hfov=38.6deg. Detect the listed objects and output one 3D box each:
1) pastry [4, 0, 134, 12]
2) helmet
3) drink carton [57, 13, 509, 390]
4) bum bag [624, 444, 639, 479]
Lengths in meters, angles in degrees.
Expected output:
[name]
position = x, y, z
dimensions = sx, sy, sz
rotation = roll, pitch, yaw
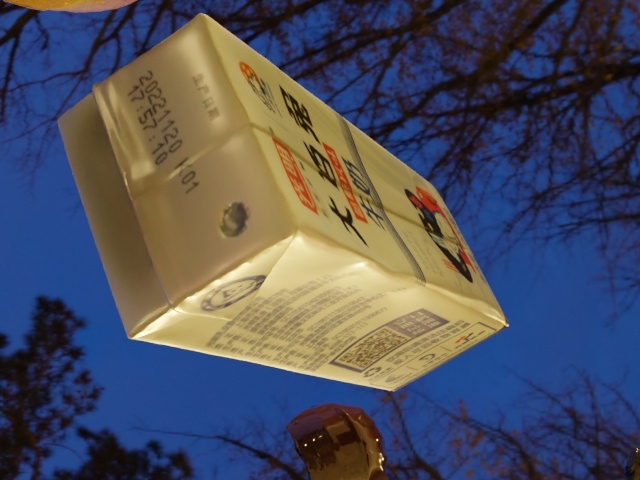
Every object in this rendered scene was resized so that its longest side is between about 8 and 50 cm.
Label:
[pastry]
position = -0.185, -0.295, 0.513
dimensions = 0.356, 0.164, 0.356
rotation = 60, -167, -25
[helmet]
position = 0.025, 0.190, 0.832
dimensions = 0.098, 0.070, 0.123
rotation = 69, -165, 14
[drink carton]
position = 0.000, 0.000, 0.539
dimensions = 0.315, 0.107, 0.130
rotation = 27, -146, -59
[bum bag]
position = 0.282, 0.208, 0.773
dimensions = 0.197, 0.049, 0.087
rotation = -52, -39, -32
